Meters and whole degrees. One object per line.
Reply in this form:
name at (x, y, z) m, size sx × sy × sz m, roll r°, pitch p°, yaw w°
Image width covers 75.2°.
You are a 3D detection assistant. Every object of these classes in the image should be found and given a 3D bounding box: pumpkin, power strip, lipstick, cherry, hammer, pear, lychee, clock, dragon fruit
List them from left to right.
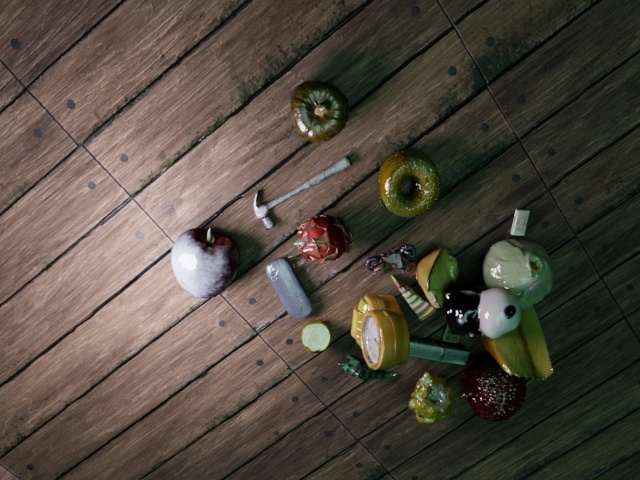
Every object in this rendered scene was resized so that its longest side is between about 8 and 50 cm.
cherry at (-0.437, 0.078, 1.581) m, size 0.255 × 0.218 × 0.296 m, roll 12°, pitch 111°, yaw -14°
hammer at (-0.065, -0.200, 1.617) m, size 0.427 × 0.044 × 0.152 m, roll -27°, pitch 106°, yaw 3°
pear at (-0.020, 0.405, 1.767) m, size 0.141 × 0.104 × 0.141 m, roll 1°, pitch 83°, yaw -7°
pumpkin at (0.000, -0.457, 1.482) m, size 0.219 × 0.162 × 0.219 m, roll -1°, pitch 102°, yaw -5°
dragon fruit at (0.000, 0.000, 1.592) m, size 0.274 × 0.193 × 0.192 m, roll -18°, pitch 64°, yaw -20°
clock at (0.248, 0.371, 1.664) m, size 0.200 × 0.317 × 0.244 m, roll -1°, pitch 106°, yaw -10°
lipstick at (0.503, 0.485, 1.835) m, size 0.290 × 0.077 × 0.076 m, roll 10°, pitch 106°, yaw -6°
power strip at (0.593, 0.373, 1.834) m, size 0.076 × 0.028 × 0.169 m, roll 10°, pitch 106°, yaw -6°
lychee at (0.744, 0.645, 1.804) m, size 0.300 × 0.264 × 0.264 m, roll -16°, pitch 107°, yaw -3°

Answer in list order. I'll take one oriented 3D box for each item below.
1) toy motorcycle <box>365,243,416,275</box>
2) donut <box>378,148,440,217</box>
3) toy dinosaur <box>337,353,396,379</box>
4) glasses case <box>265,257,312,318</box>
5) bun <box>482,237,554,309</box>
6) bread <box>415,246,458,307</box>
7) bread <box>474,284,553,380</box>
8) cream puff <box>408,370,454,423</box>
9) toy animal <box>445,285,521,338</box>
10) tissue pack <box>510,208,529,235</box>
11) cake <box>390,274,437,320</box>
toy motorcycle at (0.297, 0.094, 1.705) m, size 0.212 × 0.084 × 0.118 m, roll -20°, pitch 108°, yaw 10°
donut at (0.347, -0.210, 1.607) m, size 0.272 × 0.107 × 0.272 m, roll -1°, pitch 109°, yaw -3°
toy dinosaur at (0.194, 0.576, 1.849) m, size 0.292 × 0.120 × 0.079 m, roll 20°, pitch 94°, yaw -34°
glasses case at (-0.128, 0.201, 1.716) m, size 0.109 × 0.067 × 0.282 m, roll -26°, pitch 108°, yaw 7°
bun at (0.809, 0.128, 1.660) m, size 0.293 × 0.187 × 0.293 m, roll 0°, pitch 87°, yaw -1°
bread at (0.461, 0.146, 1.709) m, size 0.174 × 0.133 × 0.251 m, roll 54°, pitch 53°, yaw -21°
bread at (0.787, 0.364, 1.672) m, size 0.233 × 0.361 × 0.245 m, roll 0°, pitch 109°, yaw -3°
cream puff at (0.488, 0.709, 1.848) m, size 0.195 × 0.221 × 0.194 m, roll 24°, pitch 140°, yaw 22°
toy animal at (0.631, 0.283, 1.607) m, size 0.267 × 0.212 × 0.212 m, roll 2°, pitch 110°, yaw 31°
tissue pack at (0.825, -0.075, 1.718) m, size 0.056 × 0.023 × 0.108 m, roll 5°, pitch 106°, yaw -5°
cake at (0.373, 0.242, 1.738) m, size 0.225 × 0.109 × 0.090 m, roll 36°, pitch 101°, yaw -13°
